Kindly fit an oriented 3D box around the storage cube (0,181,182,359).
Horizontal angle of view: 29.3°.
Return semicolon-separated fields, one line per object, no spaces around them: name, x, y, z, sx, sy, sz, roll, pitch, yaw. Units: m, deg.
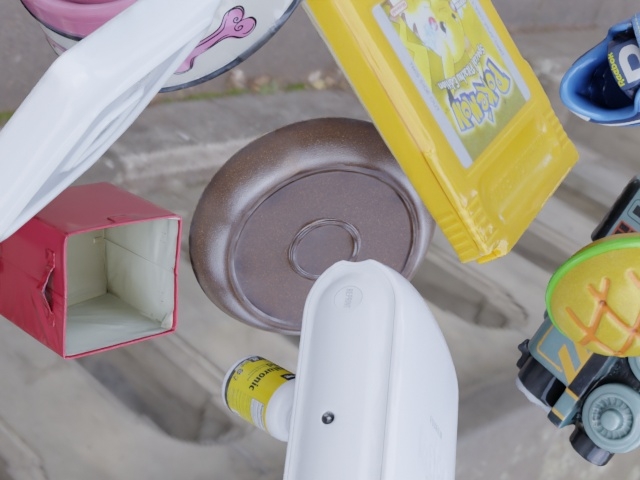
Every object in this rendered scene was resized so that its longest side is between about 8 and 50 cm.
storage cube;-0.331;0.034;1.729;0.215;0.193;0.183;-12;115;-40

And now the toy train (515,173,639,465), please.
toy train;0.353;0.087;1.356;0.142;0.190;0.334;-3;129;-53

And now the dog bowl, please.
dog bowl;-0.203;-0.387;1.447;0.408;0.408;0.150;-56;153;-1

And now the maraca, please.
maraca;0.290;0.044;1.067;0.099;0.186;0.127;-84;154;-47

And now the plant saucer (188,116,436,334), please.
plant saucer;0.000;0.000;1.458;0.311;0.050;0.310;-9;127;-12

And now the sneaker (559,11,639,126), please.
sneaker;0.169;-0.085;0.559;0.059;0.053;0.144;-5;166;-32

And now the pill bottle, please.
pill bottle;-0.041;0.161;1.213;0.065;0.116;0.065;-16;115;-37

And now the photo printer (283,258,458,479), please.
photo printer;0.054;0.186;1.115;0.256;0.107;0.307;58;33;-54

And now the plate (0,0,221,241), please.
plate;-0.192;-0.104;1.009;0.278;0.045;0.277;-43;-174;37

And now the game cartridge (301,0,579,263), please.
game cartridge;0.142;-0.163;1.284;0.323;0.053;0.285;56;39;-9
